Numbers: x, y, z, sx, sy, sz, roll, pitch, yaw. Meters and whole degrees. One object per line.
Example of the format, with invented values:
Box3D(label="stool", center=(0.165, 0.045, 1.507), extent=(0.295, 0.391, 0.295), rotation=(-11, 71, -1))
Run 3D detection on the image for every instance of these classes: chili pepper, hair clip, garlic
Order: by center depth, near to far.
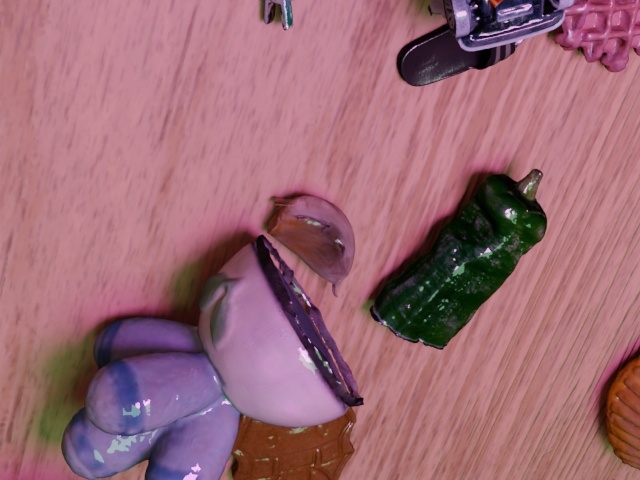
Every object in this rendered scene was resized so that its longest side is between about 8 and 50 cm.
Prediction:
Box3D(label="hair clip", center=(-0.041, -0.306, 0.980), extent=(0.049, 0.049, 0.173), rotation=(-12, 119, -14))
Box3D(label="garlic", center=(0.002, -0.006, 1.145), extent=(0.084, 0.066, 0.152), rotation=(-31, 124, 31))
Box3D(label="chili pepper", center=(0.193, 0.017, 1.202), extent=(0.136, 0.099, 0.270), rotation=(29, 108, -21))

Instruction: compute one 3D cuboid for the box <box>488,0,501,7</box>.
Box3D(label="box", center=(0.180, -0.271, 0.904), extent=(0.082, 0.023, 0.051), rotation=(-41, 122, 18))

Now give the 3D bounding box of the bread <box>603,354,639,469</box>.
Box3D(label="bread", center=(0.550, 0.265, 1.445), extent=(0.240, 0.139, 0.240), rotation=(-9, 123, -15))

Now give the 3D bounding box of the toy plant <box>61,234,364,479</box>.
Box3D(label="toy plant", center=(-0.146, 0.170, 1.089), extent=(0.332, 0.247, 0.247), rotation=(-30, 123, 1))

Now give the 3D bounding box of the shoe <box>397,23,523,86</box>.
Box3D(label="shoe", center=(0.178, -0.225, 1.096), extent=(0.179, 0.049, 0.071), rotation=(-25, 123, -6))

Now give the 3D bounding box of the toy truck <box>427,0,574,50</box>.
Box3D(label="toy truck", center=(0.162, -0.360, 0.953), extent=(0.136, 0.162, 0.305), rotation=(-15, 127, -1))

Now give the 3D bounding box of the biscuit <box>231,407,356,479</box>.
Box3D(label="biscuit", center=(-0.036, 0.295, 1.302), extent=(0.182, 0.034, 0.215), rotation=(-10, 120, -15))

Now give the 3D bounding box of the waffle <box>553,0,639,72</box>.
Box3D(label="waffle", center=(0.363, -0.316, 1.112), extent=(0.234, 0.055, 0.221), rotation=(-46, 122, 8))
